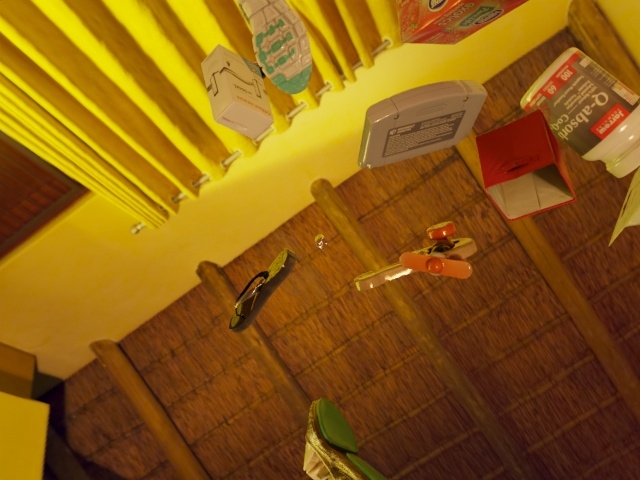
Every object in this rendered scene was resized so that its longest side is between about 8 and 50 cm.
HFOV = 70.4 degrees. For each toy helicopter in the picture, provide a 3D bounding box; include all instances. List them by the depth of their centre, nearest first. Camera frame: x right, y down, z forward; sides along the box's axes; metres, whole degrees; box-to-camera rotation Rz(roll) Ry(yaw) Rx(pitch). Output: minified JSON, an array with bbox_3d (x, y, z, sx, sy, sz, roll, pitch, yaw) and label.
[{"bbox_3d":[0.267,0.073,1.267,0.355,0.140,0.235,-20,-171,0],"label":"toy helicopter"}]

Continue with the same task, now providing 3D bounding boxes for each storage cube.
[{"bbox_3d":[0.555,-0.198,1.239,0.183,0.215,0.193,-21,-129,34],"label":"storage cube"}]

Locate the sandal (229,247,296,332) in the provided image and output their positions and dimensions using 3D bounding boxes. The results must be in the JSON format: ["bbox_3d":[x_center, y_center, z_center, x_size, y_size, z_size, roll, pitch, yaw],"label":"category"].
[{"bbox_3d":[-0.148,0.111,1.065,0.254,0.054,0.097,-53,-159,20],"label":"sandal"}]

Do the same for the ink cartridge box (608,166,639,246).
[{"bbox_3d":[0.589,-0.107,0.780,0.066,0.232,0.189,22,-112,27],"label":"ink cartridge box"}]

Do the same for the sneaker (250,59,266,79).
[{"bbox_3d":[-0.234,-0.504,1.400,0.178,0.072,0.077,-37,-143,-10],"label":"sneaker"}]

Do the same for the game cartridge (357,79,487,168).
[{"bbox_3d":[0.235,-0.276,1.068,0.297,0.198,0.062,-17,-121,-13],"label":"game cartridge"}]

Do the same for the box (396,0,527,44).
[{"bbox_3d":[0.288,-0.504,0.874,0.154,0.142,0.300,-9,-176,-23],"label":"box"}]

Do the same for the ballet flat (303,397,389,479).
[{"bbox_3d":[0.049,0.614,1.218,0.182,0.164,0.483,-56,-154,-3],"label":"ballet flat"}]

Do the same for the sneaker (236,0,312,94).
[{"bbox_3d":[-0.053,-0.246,0.511,0.065,0.166,0.076,-22,-169,11],"label":"sneaker"}]

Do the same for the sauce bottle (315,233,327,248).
[{"bbox_3d":[0.000,0.000,1.603,0.042,0.042,0.128,-38,-167,2],"label":"sauce bottle"}]

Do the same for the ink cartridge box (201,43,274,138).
[{"bbox_3d":[-0.217,-0.389,1.198,0.086,0.148,0.203,-33,-118,31],"label":"ink cartridge box"}]

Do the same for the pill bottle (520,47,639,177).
[{"bbox_3d":[0.793,-0.367,1.320,0.210,0.210,0.363,-45,-101,-4],"label":"pill bottle"}]
